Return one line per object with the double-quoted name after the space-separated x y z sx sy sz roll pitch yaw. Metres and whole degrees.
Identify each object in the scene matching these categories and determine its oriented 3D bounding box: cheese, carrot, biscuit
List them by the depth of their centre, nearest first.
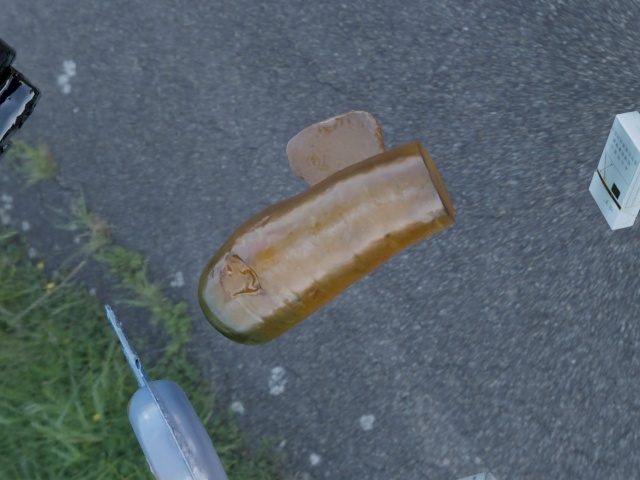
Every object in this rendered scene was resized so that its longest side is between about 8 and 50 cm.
0.000 0.000 0.561 0.193 0.087 0.087 -36 82 16 "carrot"
-0.133 0.159 0.685 0.245 0.052 0.135 45 154 47 "cheese"
0.010 -0.064 1.069 0.186 0.036 0.192 -16 92 5 "biscuit"

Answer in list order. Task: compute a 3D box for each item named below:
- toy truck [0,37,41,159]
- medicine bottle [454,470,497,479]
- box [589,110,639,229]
-0.245 -0.097 0.329 0.257 0.127 0.127 38 87 -3 "toy truck"
0.172 0.535 1.473 0.341 0.130 0.130 -23 88 20 "medicine bottle"
0.431 -0.097 1.132 0.154 0.040 0.084 90 165 -51 "box"
